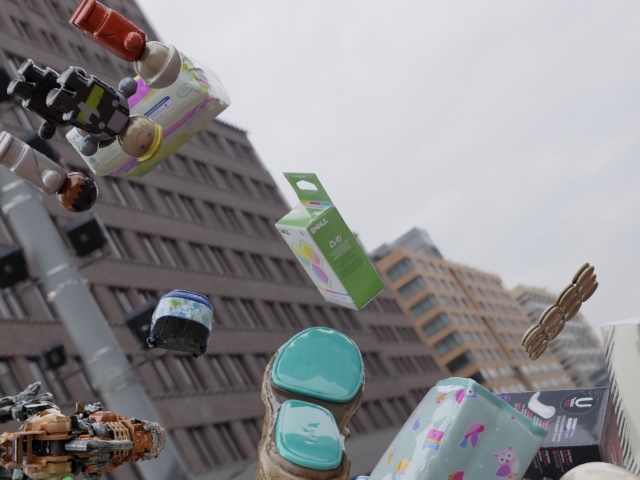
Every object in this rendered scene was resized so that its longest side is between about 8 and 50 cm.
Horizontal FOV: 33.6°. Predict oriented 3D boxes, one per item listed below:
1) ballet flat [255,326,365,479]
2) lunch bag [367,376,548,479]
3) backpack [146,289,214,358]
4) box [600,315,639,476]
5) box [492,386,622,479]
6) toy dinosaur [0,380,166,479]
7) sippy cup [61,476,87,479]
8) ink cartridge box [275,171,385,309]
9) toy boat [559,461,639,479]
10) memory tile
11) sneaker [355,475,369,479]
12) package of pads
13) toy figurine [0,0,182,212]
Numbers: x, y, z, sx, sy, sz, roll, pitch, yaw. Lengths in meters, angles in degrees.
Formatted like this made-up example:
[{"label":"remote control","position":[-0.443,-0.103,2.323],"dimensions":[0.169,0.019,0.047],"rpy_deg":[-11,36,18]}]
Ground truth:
[{"label":"ballet flat","position":[-0.018,0.208,1.133],"dimensions":[0.342,0.116,0.124],"rpy_deg":[-86,13,-71]},{"label":"lunch bag","position":[0.169,0.312,1.473],"dimensions":[0.223,0.160,0.262],"rpy_deg":[-57,7,-11]},{"label":"backpack","position":[-0.231,0.132,1.782],"dimensions":[0.105,0.084,0.114],"rpy_deg":[13,-34,-7]},{"label":"box","position":[0.519,0.253,1.621],"dimensions":[0.113,0.275,0.094],"rpy_deg":[-7,-3,-26]},{"label":"box","position":[0.384,0.369,1.879],"dimensions":[0.270,0.143,0.165],"rpy_deg":[-8,27,26]},{"label":"toy dinosaur","position":[-0.389,0.283,1.520],"dimensions":[0.322,0.164,0.218],"rpy_deg":[29,-21,-33]},{"label":"sippy cup","position":[-0.335,0.462,1.349],"dimensions":[0.305,0.224,0.240],"rpy_deg":[-43,4,-20]},{"label":"ink cartridge box","position":[0.000,0.000,1.577],"dimensions":[0.062,0.209,0.109],"rpy_deg":[-39,20,-18]},{"label":"toy boat","position":[0.378,0.389,1.307],"dimensions":[0.148,0.267,0.318],"rpy_deg":[-48,-3,-6]},{"label":"memory tile","position":[0.334,0.100,1.477],"dimensions":[0.148,0.012,0.113],"rpy_deg":[-49,-26,-1]},{"label":"sneaker","position":[0.103,0.477,1.867],"dimensions":[0.080,0.081,0.211],"rpy_deg":[3,-25,22]},{"label":"package of pads","position":[-0.269,-0.207,1.741],"dimensions":[0.229,0.101,0.296],"rpy_deg":[-38,1,4]},{"label":"toy figurine","position":[-0.273,-0.152,1.254],"dimensions":[0.148,0.210,0.213],"rpy_deg":[33,-53,-31]}]
